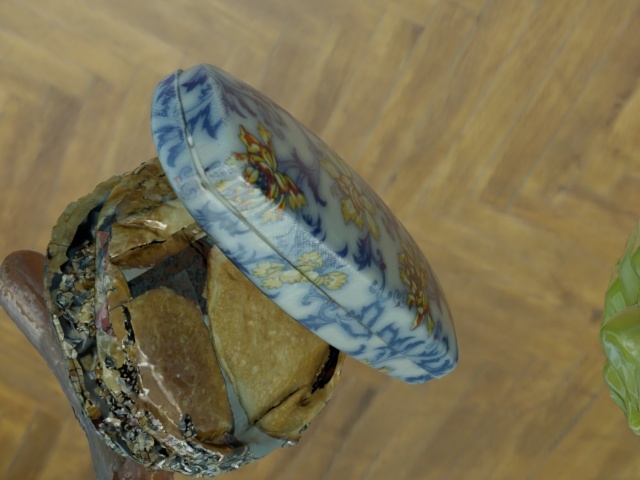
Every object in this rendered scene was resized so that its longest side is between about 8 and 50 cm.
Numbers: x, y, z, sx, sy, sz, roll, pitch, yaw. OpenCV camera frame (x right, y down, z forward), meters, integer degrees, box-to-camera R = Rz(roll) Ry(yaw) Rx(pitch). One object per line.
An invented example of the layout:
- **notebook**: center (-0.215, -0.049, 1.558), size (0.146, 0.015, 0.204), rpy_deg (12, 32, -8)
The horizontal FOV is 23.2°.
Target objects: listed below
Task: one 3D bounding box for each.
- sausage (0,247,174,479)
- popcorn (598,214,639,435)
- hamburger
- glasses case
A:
- **sausage**: center (-0.216, 0.134, 1.484), size (0.326, 0.087, 0.079), rpy_deg (54, 154, 31)
- **popcorn**: center (0.250, 0.042, 0.653), size (0.237, 0.293, 0.293), rpy_deg (57, 137, 19)
- **hamburger**: center (-0.078, 0.046, 1.064), size (0.107, 0.231, 0.231), rpy_deg (-12, 126, 47)
- **glasses case**: center (0.000, 0.000, 0.776), size (0.065, 0.087, 0.248), rpy_deg (-30, 141, 14)
